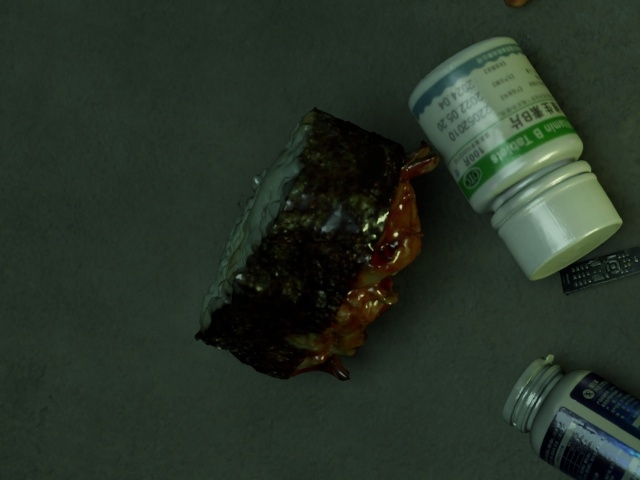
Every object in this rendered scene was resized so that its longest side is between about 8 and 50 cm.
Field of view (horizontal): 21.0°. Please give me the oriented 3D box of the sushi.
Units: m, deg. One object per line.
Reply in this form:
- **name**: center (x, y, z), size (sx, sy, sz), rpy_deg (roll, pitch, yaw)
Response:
- **sushi**: center (0.000, 0.000, 1.845), size (0.182, 0.196, 0.343), rpy_deg (19, 137, -16)

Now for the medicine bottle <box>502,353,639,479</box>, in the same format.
- **medicine bottle**: center (0.289, 0.202, 1.790), size (0.191, 0.107, 0.107), rpy_deg (31, 103, 22)

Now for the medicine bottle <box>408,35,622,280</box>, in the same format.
- **medicine bottle**: center (0.205, -0.085, 1.808), size (0.139, 0.139, 0.237), rpy_deg (-36, 74, 21)

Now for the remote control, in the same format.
- **remote control**: center (0.299, 0.032, 1.833), size (0.091, 0.016, 0.034), rpy_deg (-17, 68, 24)

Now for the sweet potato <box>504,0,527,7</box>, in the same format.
- **sweet potato**: center (0.235, -0.353, 1.843), size (0.050, 0.050, 0.214), rpy_deg (15, 93, 24)
